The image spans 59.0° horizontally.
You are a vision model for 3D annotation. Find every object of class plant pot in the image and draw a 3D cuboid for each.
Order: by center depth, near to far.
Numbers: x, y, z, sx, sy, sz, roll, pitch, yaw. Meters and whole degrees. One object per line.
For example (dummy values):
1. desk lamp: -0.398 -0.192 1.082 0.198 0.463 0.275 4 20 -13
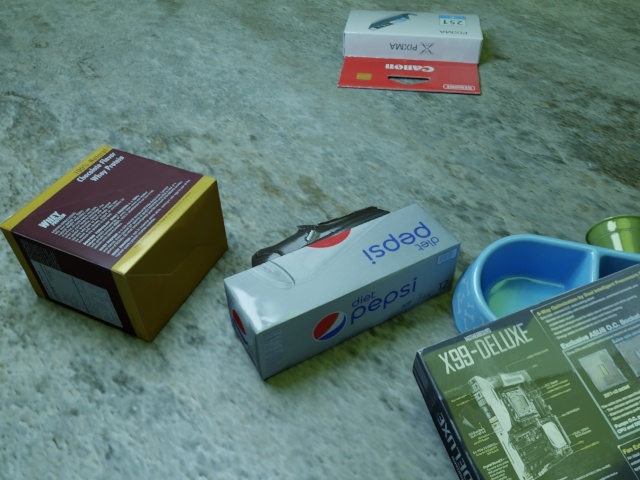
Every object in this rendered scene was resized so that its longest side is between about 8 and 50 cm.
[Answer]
1. plant pot: 0.406 0.021 0.757 0.083 0.083 0.079 3 56 4

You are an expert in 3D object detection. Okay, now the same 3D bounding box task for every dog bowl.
1. dog bowl: 0.308 0.081 0.661 0.297 0.074 0.166 12 61 14

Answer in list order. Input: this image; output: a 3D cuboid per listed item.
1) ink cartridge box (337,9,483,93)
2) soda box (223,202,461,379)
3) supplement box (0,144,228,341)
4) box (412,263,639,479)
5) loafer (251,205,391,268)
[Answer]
1. ink cartridge box: 0.195 -0.413 1.217 0.296 0.066 0.261 5 43 7
2. soda box: 0.031 0.055 0.711 0.286 0.091 0.098 -21 47 -20
3. supplement box: -0.261 -0.004 0.753 0.194 0.129 0.191 17 47 18
4. box: 0.275 0.166 0.527 0.307 0.076 0.242 -21 60 -6
5. loafer: 0.000 0.000 0.777 0.220 0.080 0.078 -23 48 -21
